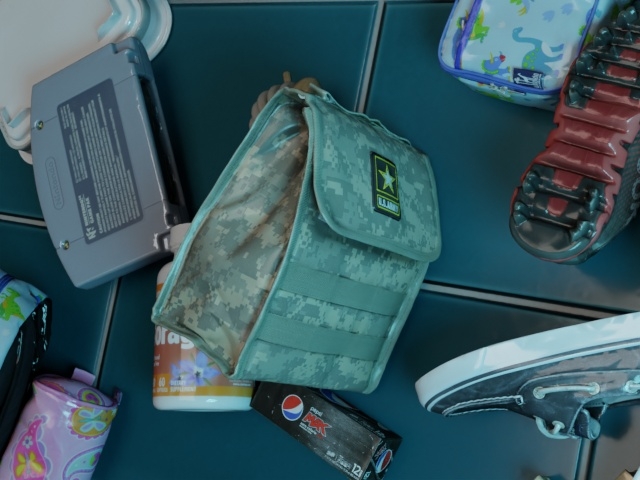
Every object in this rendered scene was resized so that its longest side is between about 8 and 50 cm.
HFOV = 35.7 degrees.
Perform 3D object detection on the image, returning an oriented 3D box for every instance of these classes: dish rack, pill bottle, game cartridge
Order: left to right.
[{"bbox_3d":[-0.386,-0.305,1.446,0.333,0.072,0.286,-40,63,21],"label":"dish rack"},{"bbox_3d":[-0.287,-0.097,1.311,0.198,0.062,0.297,-23,74,27],"label":"game cartridge"},{"bbox_3d":[-0.136,0.092,1.176,0.121,0.121,0.216,-7,77,31],"label":"pill bottle"}]

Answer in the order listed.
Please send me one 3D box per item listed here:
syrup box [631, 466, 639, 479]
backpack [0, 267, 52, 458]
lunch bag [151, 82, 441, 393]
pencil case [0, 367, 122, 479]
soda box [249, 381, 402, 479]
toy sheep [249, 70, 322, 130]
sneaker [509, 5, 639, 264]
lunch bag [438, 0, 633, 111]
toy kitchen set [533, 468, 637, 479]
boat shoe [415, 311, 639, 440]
[{"bbox_3d":[0.292,0.301,0.881,0.096,0.093,0.237,33,98,33],"label":"syrup box"},{"bbox_3d":[-0.491,0.196,1.293,0.273,0.290,0.355,40,94,0],"label":"backpack"},{"bbox_3d":[0.000,0.000,1.040,0.169,0.235,0.287,28,96,39],"label":"lunch bag"},{"bbox_3d":[-0.359,0.309,1.282,0.124,0.124,0.284,21,91,33],"label":"pencil case"},{"bbox_3d":[0.005,0.202,1.106,0.169,0.053,0.060,29,96,32],"label":"soda box"},{"bbox_3d":[-0.044,-0.146,1.191,0.132,0.091,0.091,-47,59,32],"label":"toy sheep"},{"bbox_3d":[0.274,-0.094,0.956,0.097,0.135,0.276,23,82,29],"label":"sneaker"},{"bbox_3d":[0.227,-0.251,1.037,0.176,0.090,0.219,23,92,36],"label":"lunch bag"},{"bbox_3d":[0.247,0.234,0.938,0.083,0.068,0.075,-51,59,13],"label":"toy kitchen set"},{"bbox_3d":[0.236,0.142,0.948,0.301,0.108,0.102,-16,70,21],"label":"boat shoe"}]
